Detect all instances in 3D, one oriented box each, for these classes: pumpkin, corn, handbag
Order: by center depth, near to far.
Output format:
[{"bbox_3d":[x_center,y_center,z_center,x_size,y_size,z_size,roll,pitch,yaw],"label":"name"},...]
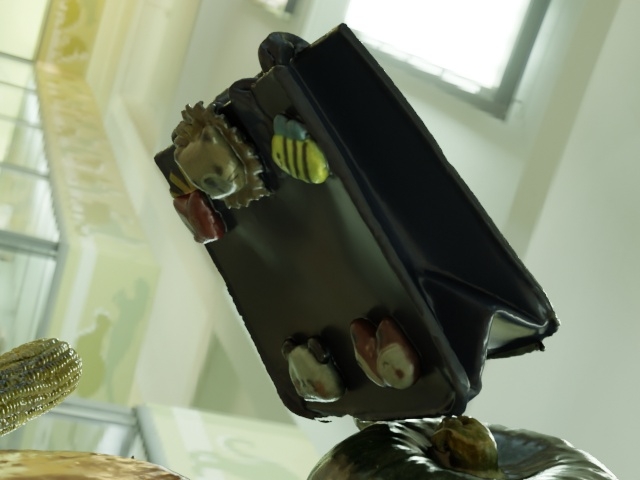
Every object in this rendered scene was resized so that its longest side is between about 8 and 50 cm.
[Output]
[{"bbox_3d":[0.126,0.249,0.906,0.300,0.300,0.207,-160,-102,-70],"label":"pumpkin"},{"bbox_3d":[0.000,0.000,0.933,0.122,0.329,0.303,-38,-172,-28],"label":"handbag"},{"bbox_3d":[-0.281,0.137,0.985,0.203,0.072,0.072,-30,141,-71],"label":"corn"}]

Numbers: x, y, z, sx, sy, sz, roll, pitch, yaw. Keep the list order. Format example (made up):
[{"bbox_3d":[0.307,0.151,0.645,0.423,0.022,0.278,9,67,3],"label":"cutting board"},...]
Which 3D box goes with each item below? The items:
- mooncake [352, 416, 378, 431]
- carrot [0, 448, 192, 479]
[{"bbox_3d":[0.092,0.181,1.400,0.168,0.104,0.175,16,-60,44],"label":"mooncake"},{"bbox_3d":[-0.188,0.256,0.548,0.214,0.193,0.331,48,58,-66],"label":"carrot"}]
